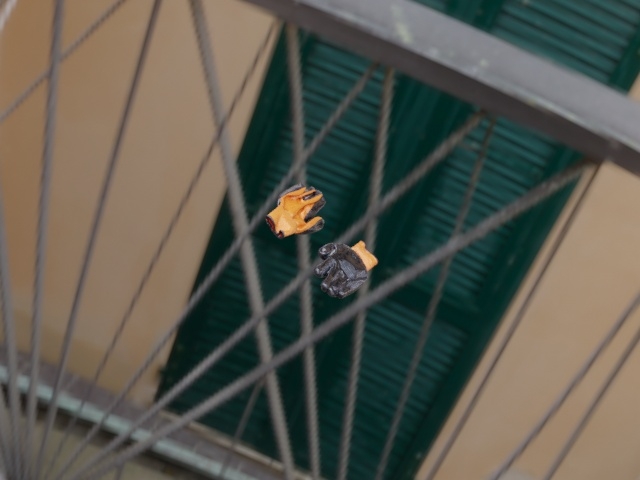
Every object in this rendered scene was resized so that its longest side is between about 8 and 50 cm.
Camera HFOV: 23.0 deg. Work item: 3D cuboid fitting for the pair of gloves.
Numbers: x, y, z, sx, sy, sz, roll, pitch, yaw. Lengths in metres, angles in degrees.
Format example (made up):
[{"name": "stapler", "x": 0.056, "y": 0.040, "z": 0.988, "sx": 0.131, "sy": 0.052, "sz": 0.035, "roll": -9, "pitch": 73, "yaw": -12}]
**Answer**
[{"name": "pair of gloves", "x": 0.000, "y": 0.000, "z": 1.063, "sx": 0.083, "sy": 0.010, "sz": 0.074, "roll": 52, "pitch": 33, "yaw": -1}]
